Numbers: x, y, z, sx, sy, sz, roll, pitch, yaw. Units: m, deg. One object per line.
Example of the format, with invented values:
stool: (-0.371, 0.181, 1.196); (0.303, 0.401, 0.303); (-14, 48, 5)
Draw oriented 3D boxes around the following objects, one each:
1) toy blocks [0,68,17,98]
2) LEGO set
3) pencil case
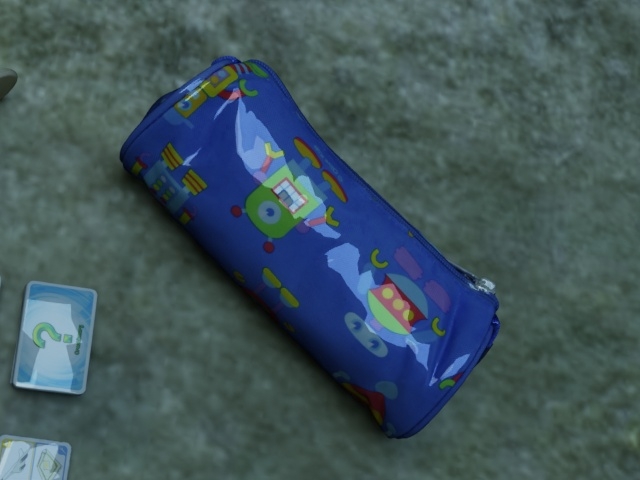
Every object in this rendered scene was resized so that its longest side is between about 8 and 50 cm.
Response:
toy blocks: (-0.302, -0.146, 0.942); (0.123, 0.054, 0.148); (-32, 85, -26)
LEGO set: (-0.249, 0.129, 0.869); (0.182, 0.060, 0.244); (10, 70, -13)
pencil case: (0.000, 0.000, 0.966); (0.306, 0.119, 0.133); (45, 93, -2)
